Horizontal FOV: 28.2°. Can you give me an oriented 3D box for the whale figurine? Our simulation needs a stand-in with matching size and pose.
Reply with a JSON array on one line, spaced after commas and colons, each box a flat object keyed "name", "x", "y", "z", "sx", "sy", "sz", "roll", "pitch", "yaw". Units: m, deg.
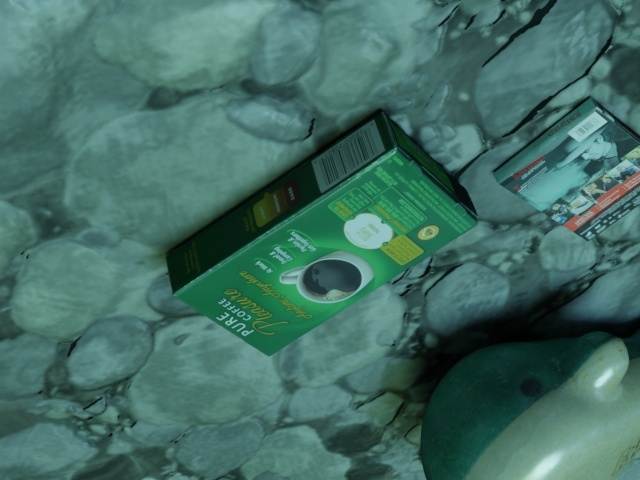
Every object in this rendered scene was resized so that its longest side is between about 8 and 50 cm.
[{"name": "whale figurine", "x": 0.197, "y": 0.131, "z": 1.043, "sx": 0.272, "sy": 0.141, "sz": 0.216, "roll": -31, "pitch": 148, "yaw": -24}]

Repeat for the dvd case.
[{"name": "dvd case", "x": 0.189, "y": -0.047, "z": 0.892, "sx": 0.087, "sy": 0.013, "sz": 0.119, "roll": -39, "pitch": 138, "yaw": 25}]

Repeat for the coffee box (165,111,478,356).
[{"name": "coffee box", "x": 0.000, "y": 0.000, "z": 0.852, "sx": 0.184, "sy": 0.040, "sz": 0.113, "roll": -34, "pitch": 139, "yaw": 19}]
